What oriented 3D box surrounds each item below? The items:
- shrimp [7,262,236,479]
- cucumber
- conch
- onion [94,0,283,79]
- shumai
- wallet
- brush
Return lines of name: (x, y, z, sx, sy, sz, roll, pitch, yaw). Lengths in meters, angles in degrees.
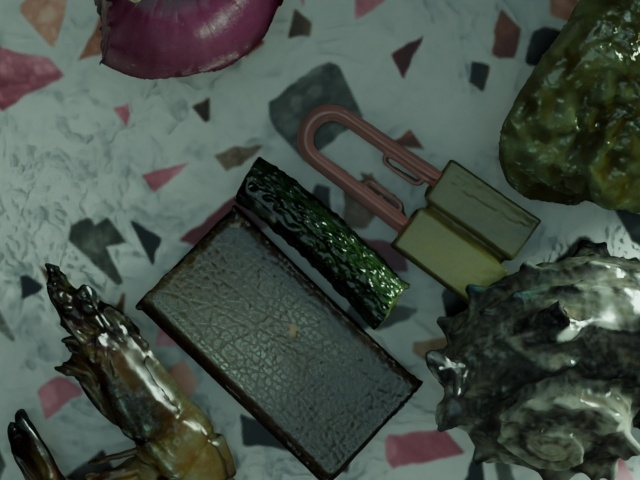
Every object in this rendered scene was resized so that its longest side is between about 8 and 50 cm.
shrimp: (-0.205, 0.169, 1.789, 0.178, 0.075, 0.289, -36, 103, 4)
cucumber: (0.000, 0.000, 1.784, 0.187, 0.058, 0.058, 43, 91, -1)
conch: (0.238, 0.121, 1.729, 0.313, 0.186, 0.241, -9, 118, -16)
onion: (-0.118, -0.248, 1.731, 0.200, 0.200, 0.207, -18, 59, 1)
shumai: (0.292, -0.115, 1.712, 0.218, 0.189, 0.256, 35, 97, 2)
wallet: (-0.038, 0.096, 1.796, 0.243, 0.039, 0.133, 43, 85, 1)
brush: (0.079, -0.044, 1.785, 0.233, 0.047, 0.103, 36, 91, 1)
